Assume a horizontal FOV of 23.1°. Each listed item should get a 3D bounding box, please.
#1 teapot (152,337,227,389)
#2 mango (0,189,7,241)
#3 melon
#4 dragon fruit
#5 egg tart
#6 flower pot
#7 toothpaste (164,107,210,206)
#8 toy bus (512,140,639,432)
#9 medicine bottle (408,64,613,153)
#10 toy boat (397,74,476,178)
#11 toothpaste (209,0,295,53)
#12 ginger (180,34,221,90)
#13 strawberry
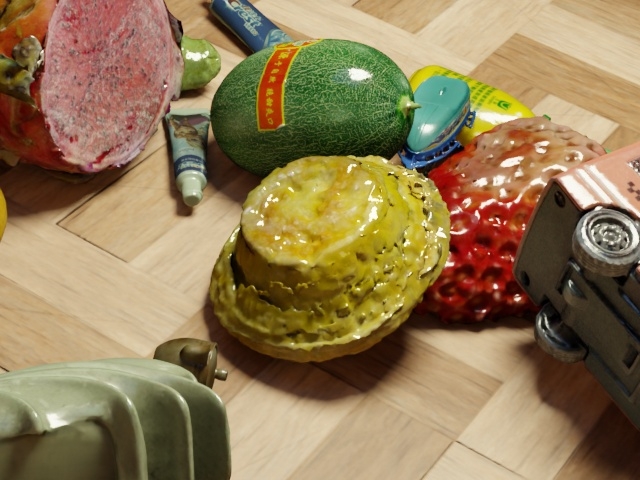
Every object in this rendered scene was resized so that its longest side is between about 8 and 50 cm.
[{"bbox_3d":[-0.141,0.151,1.648,0.080,0.085,0.110,9,59,3],"label":"teapot"},{"bbox_3d":[-0.451,-0.046,1.806,0.157,0.109,0.262,-20,42,-17],"label":"mango"},{"bbox_3d":[-0.002,-0.159,1.927,0.287,0.182,0.182,-1,34,28],"label":"melon"},{"bbox_3d":[-0.354,-0.222,1.932,0.262,0.314,0.296,10,64,28],"label":"dragon fruit"},{"bbox_3d":[0.000,0.000,1.751,0.294,0.123,0.294,-12,48,13],"label":"egg tart"},{"bbox_3d":[-0.263,0.195,1.455,0.367,0.165,0.254,-8,8,-23],"label":"flower pot"},{"bbox_3d":[-0.167,-0.111,1.986,0.061,0.037,0.216,1,35,-7],"label":"toothpaste"},{"bbox_3d":[0.408,0.102,1.647,0.233,0.203,0.427,-26,62,-26],"label":"toy bus"},{"bbox_3d":[0.251,-0.145,2.062,0.308,0.076,0.111,24,52,19],"label":"medicine bottle"},{"bbox_3d":[0.140,-0.126,1.993,0.091,0.110,0.175,13,38,16],"label":"toy boat"},{"bbox_3d":[-0.081,-0.285,2.201,0.069,0.047,0.268,-12,46,-41],"label":"toothpaste"},{"bbox_3d":[-0.272,-0.276,2.124,0.290,0.089,0.137,27,35,24],"label":"ginger"},{"bbox_3d":[0.218,-0.034,1.871,0.336,0.149,0.265,-27,53,-34],"label":"strawberry"}]
